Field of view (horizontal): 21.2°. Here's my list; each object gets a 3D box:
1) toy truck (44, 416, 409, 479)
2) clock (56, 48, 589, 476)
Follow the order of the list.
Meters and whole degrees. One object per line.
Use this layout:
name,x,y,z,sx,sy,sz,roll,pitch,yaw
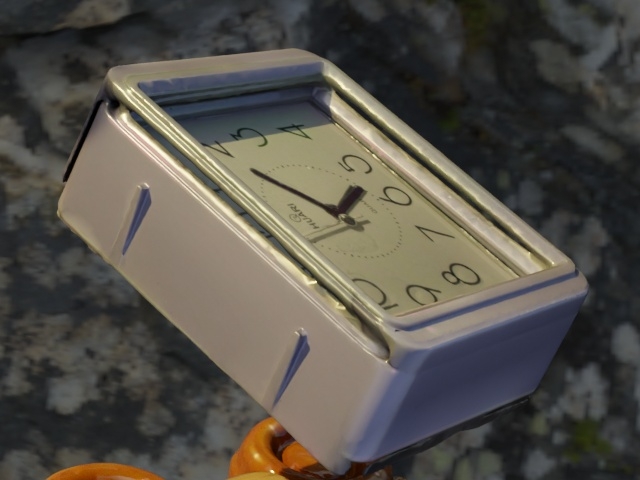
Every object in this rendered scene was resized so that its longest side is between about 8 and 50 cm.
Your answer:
toy truck,-0.015,0.215,0.807,0.288,0.211,0.204,-13,125,-43
clock,-0.001,0.001,0.732,0.144,0.193,0.073,-14,138,-50
